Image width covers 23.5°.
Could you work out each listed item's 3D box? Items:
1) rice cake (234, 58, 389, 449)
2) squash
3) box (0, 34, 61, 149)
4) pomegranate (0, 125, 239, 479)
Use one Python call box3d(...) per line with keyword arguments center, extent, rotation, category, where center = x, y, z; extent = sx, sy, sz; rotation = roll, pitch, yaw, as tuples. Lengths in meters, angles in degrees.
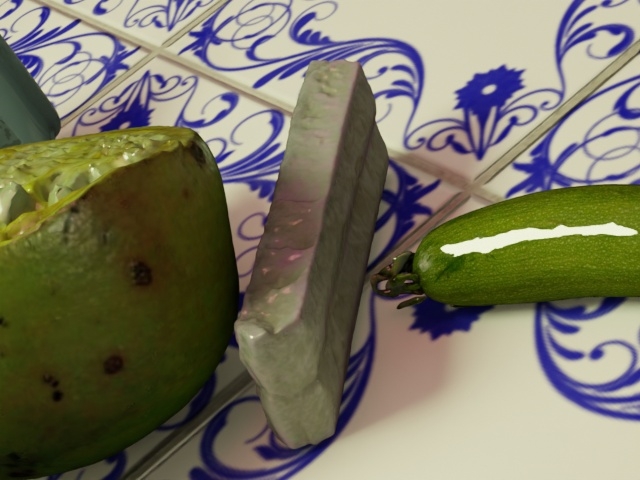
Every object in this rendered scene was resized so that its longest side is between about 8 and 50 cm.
box3d(center=(0.001, 0.000, 1.045), extent=(0.050, 0.106, 0.298), rotation=(-5, 39, 16), category="rice cake")
box3d(center=(0.174, 0.006, 0.942), extent=(0.319, 0.080, 0.071), rotation=(0, 5, 35), category="squash")
box3d(center=(-0.333, -0.107, 1.340), extent=(0.162, 0.227, 0.130), rotation=(-26, 48, 4), category="box")
box3d(center=(-0.183, 0.041, 1.057), extent=(0.310, 0.216, 0.358), rotation=(-10, 8, 24), category="pomegranate")
